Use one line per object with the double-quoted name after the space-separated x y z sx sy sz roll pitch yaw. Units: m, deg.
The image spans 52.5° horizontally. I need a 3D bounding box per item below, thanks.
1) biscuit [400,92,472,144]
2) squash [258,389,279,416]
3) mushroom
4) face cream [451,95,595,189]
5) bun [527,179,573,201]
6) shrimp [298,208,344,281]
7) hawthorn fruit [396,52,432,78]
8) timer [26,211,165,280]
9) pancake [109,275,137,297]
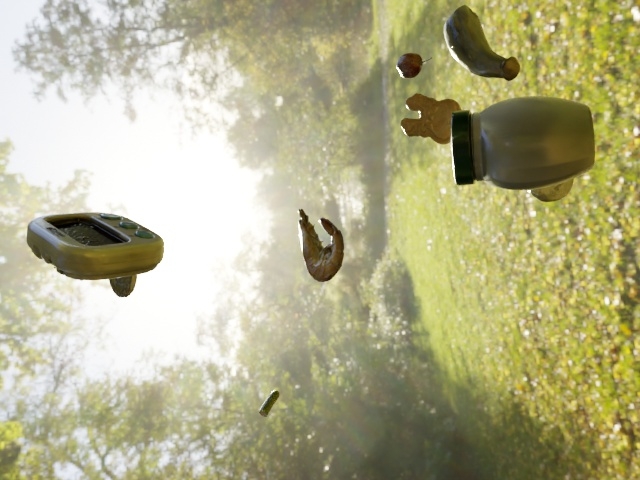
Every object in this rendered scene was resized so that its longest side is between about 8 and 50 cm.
0.368 -0.370 2.003 0.040 0.236 0.144 6 -81 -72 "biscuit"
-0.140 0.449 1.798 0.083 0.027 0.027 -54 -33 -45 "squash"
0.417 -0.504 1.716 0.103 0.118 0.270 3 -131 -50 "mushroom"
0.542 -0.265 1.758 0.312 0.357 0.219 -74 -24 -47 "face cream"
0.703 -0.205 2.032 0.111 0.188 0.164 31 108 59 "bun"
-0.003 -0.001 1.673 0.133 0.053 0.236 -48 46 33 "shrimp"
0.245 -0.452 1.668 0.103 0.067 0.067 7 101 44 "hawthorn fruit"
-0.478 0.010 1.382 0.237 0.262 0.087 -10 -65 -46 "timer"
-0.545 0.081 1.795 0.028 0.158 0.158 6 -107 -45 "pancake"
